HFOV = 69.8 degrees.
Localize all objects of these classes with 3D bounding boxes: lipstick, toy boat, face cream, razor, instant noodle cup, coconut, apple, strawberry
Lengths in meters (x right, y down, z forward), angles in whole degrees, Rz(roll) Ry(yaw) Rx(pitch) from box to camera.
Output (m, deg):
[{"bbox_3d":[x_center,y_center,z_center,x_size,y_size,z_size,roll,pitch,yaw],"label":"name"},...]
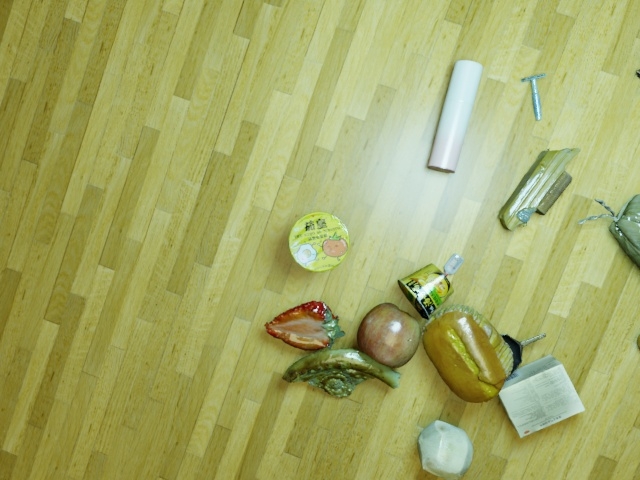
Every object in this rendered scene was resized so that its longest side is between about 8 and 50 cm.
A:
[{"bbox_3d":[0.411,-0.374,1.404,0.087,0.087,0.326,15,94,4],"label":"lipstick"},{"bbox_3d":[0.668,-0.154,1.393,0.115,0.089,0.310,33,94,0],"label":"toy boat"},{"bbox_3d":[0.417,0.083,1.458,0.040,0.021,0.083,37,95,2],"label":"face cream"},{"bbox_3d":[0.662,-0.436,1.408,0.068,0.040,0.134,-11,97,6],"label":"razor"},{"bbox_3d":[0.328,0.151,1.416,0.122,0.151,0.151,-34,90,-6],"label":"instant noodle cup"},{"bbox_3d":[0.000,0.000,1.429,0.183,0.144,0.182,0,94,4],"label":"instant noodle cup"},{"bbox_3d":[0.375,0.648,1.423,0.162,0.161,0.160,22,94,6],"label":"coconut"},{"bbox_3d":[0.210,0.287,1.405,0.188,0.188,0.173,31,93,3],"label":"apple"},{"bbox_3d":[-0.050,0.278,1.475,0.228,0.098,0.174,-18,107,17],"label":"strawberry"}]

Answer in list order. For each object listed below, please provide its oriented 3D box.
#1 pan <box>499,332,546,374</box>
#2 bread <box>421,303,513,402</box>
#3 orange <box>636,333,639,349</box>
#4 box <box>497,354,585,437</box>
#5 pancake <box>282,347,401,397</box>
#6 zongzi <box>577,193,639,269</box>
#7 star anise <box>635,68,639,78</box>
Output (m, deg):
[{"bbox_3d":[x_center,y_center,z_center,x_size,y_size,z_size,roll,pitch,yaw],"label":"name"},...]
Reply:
[{"bbox_3d":[0.598,0.353,1.442,0.202,0.048,0.128,-4,94,6],"label":"pan"},{"bbox_3d":[0.438,0.334,1.370,0.204,0.156,0.288,-34,81,23],"label":"bread"},{"bbox_3d":[1.008,0.311,1.395,0.085,0.085,0.084,0,93,5],"label":"orange"},{"bbox_3d":[0.667,0.480,1.420,0.212,0.095,0.168,-26,89,6],"label":"box"},{"bbox_3d":[0.066,0.434,1.459,0.377,0.054,0.197,-3,118,7],"label":"pancake"},{"bbox_3d":[1.030,-0.004,1.190,0.218,0.467,0.500,-41,87,-16],"label":"zongzi"},{"bbox_3d":[1.056,-0.500,1.346,0.234,0.073,0.177,0,84,21],"label":"star anise"}]
